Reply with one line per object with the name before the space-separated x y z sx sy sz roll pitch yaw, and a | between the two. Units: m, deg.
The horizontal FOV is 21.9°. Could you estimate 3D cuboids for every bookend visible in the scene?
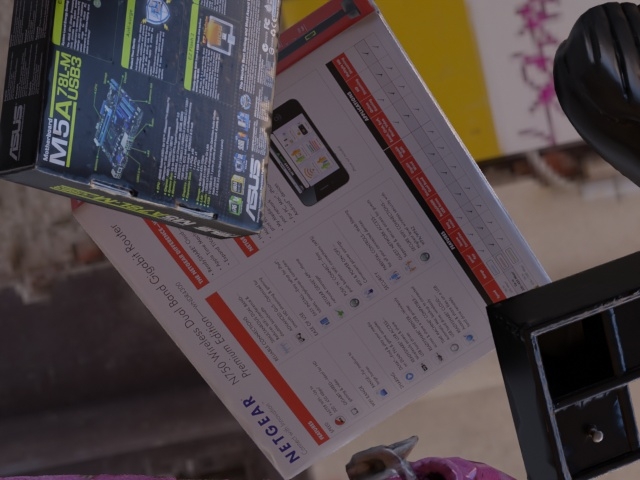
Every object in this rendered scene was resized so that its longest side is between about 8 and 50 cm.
bookend | 0.225 0.104 1.268 0.072 0.156 0.157 -145 -141 -69

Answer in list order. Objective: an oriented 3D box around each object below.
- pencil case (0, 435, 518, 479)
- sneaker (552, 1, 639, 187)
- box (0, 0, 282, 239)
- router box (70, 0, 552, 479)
pencil case | -0.089 0.157 0.598 0.160 0.386 0.167 41 51 -52
sneaker | 0.197 0.031 0.714 0.330 0.146 0.122 34 36 -25
box | -0.103 -0.110 0.996 0.184 0.045 0.190 14 75 -44
router box | 0.000 0.000 1.431 0.335 0.301 0.082 55 6 -26
